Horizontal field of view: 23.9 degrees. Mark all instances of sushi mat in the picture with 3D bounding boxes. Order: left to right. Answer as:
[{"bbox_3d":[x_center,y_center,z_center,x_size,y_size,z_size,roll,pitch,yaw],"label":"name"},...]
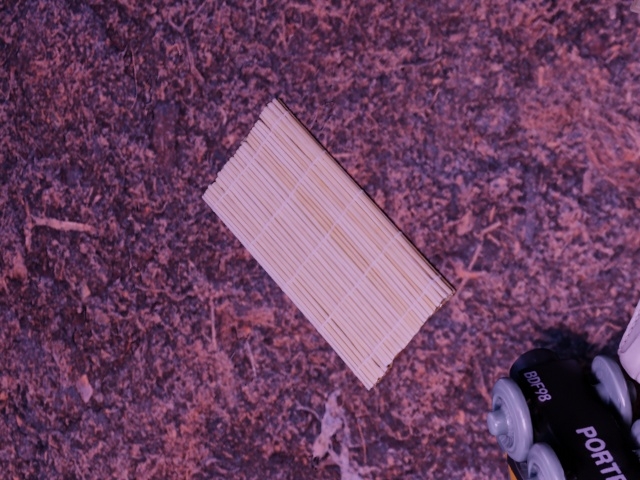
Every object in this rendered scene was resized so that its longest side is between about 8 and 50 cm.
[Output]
[{"bbox_3d":[0.000,0.000,1.625,0.316,0.019,0.151,48,118,25],"label":"sushi mat"}]

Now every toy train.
[{"bbox_3d":[0.242,0.244,1.312,0.334,0.142,0.190,-117,19,-52],"label":"toy train"}]

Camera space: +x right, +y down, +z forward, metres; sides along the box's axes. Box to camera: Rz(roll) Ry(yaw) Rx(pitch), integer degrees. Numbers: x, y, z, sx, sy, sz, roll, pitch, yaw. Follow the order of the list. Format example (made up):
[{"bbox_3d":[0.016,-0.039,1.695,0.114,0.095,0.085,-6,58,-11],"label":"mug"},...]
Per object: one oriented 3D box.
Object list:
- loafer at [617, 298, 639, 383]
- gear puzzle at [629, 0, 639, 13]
[{"bbox_3d":[0.348,-0.020,1.319,0.111,0.112,0.319,39,106,36],"label":"loafer"},{"bbox_3d":[0.227,-0.325,1.442,0.339,0.044,0.175,21,105,37],"label":"gear puzzle"}]
